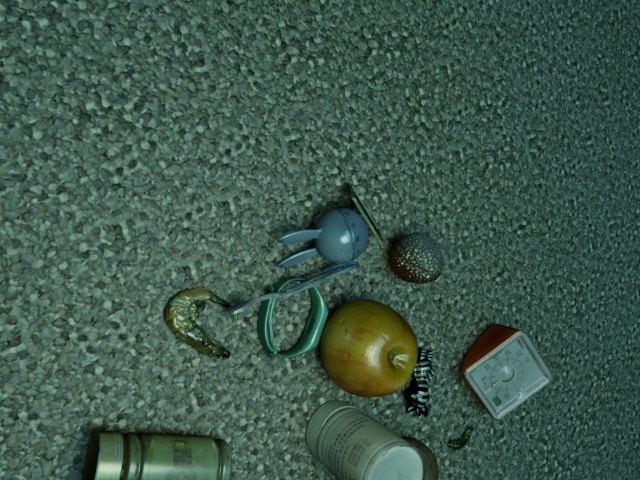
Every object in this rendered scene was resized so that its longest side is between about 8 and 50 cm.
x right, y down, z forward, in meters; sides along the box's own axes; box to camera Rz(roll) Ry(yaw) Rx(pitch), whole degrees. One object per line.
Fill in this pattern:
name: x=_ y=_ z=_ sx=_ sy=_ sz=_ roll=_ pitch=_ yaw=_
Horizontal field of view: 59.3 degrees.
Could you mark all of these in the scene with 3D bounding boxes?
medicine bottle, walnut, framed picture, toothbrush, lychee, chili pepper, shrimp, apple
medicine bottle: x=0.112 y=0.583 z=1.550 sx=0.190 sy=0.332 sz=0.189 roll=-5 pitch=99 yaw=-29
walnut: x=0.235 y=0.708 z=1.682 sx=0.248 sy=0.248 sz=0.248 roll=-1 pitch=93 yaw=-30
framed picture: x=0.135 y=-0.076 z=1.649 sx=0.011 sy=0.142 sz=0.183 roll=-29 pitch=110 yaw=11
toothbrush: x=-0.062 y=0.129 z=1.532 sx=0.413 sy=0.035 sz=0.042 roll=-21 pitch=117 yaw=-28
lychee: x=0.288 y=0.050 z=1.734 sx=0.165 sy=0.197 sz=0.165 roll=-31 pitch=148 yaw=-22
chili pepper: x=0.490 y=0.692 z=1.943 sx=0.118 sy=0.035 sz=0.055 roll=-26 pitch=122 yaw=-23
shrimp: x=-0.295 y=0.211 z=1.455 sx=0.217 sy=0.051 sz=0.150 roll=46 pitch=63 yaw=-20
medicine bottle: x=-0.387 y=0.543 z=1.353 sx=0.322 sy=0.151 sz=0.151 roll=14 pitch=85 yaw=-30
apple: x=0.141 y=0.307 z=1.592 sx=0.286 sy=0.233 sz=0.286 roll=-11 pitch=107 yaw=-40

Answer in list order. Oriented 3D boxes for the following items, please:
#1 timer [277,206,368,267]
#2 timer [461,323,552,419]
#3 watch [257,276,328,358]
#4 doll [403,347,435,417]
timer: x=0.007 y=-0.015 z=1.583 sx=0.256 sy=0.175 sz=0.175 roll=0 pitch=92 yaw=-1
timer: x=0.621 y=0.453 z=1.942 sx=0.250 sy=0.161 sz=0.257 roll=-42 pitch=112 yaw=-14
watch: x=-0.079 y=0.221 z=1.569 sx=0.195 sy=0.068 sz=0.237 roll=24 pitch=79 yaw=-28
doll: x=0.321 y=0.460 z=1.816 sx=0.091 sy=0.067 sz=0.219 roll=16 pitch=78 yaw=-27
